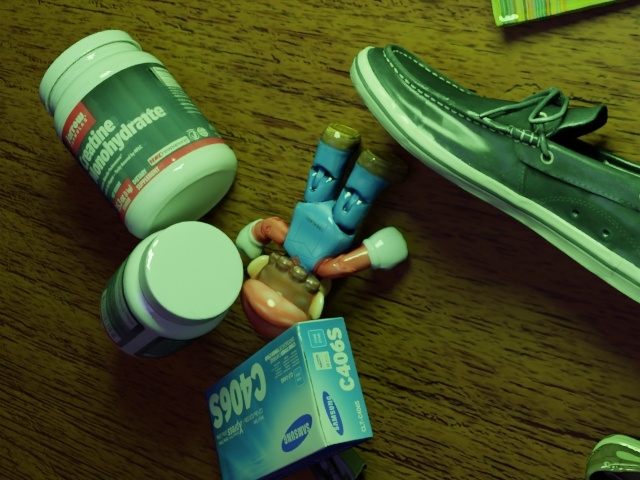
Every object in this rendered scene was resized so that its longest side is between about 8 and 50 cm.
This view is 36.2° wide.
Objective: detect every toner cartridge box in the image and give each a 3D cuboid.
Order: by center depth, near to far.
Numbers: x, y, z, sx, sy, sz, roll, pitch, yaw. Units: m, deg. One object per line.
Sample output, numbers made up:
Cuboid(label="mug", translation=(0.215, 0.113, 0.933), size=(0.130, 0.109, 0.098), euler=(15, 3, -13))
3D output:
Cuboid(label="toner cartridge box", translation=(-0.057, 0.241, 1.378), size=(0.348, 0.075, 0.165), euler=(-42, 59, 54))

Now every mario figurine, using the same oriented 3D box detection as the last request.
Cuboid(label="mario figurine", translation=(0.000, 0.000, 1.375), size=(0.321, 0.170, 0.198), euler=(-61, 32, 18))

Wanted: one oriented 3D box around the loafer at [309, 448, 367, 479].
Cuboid(label="loafer", translation=(0.032, 0.327, 1.444), size=(0.078, 0.080, 0.220), euler=(-19, 94, 24))

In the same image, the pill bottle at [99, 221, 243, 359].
Cuboid(label="pill bottle", translation=(-0.217, 0.074, 1.422), size=(0.161, 0.161, 0.283), euler=(64, 153, 4))

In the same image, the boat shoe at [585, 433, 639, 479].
Cuboid(label="boat shoe", translation=(0.436, 0.315, 1.153), size=(0.257, 0.095, 0.095), euler=(14, 109, 30))

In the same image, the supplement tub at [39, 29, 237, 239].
Cuboid(label="supplement tub", translation=(-0.269, -0.154, 1.444), size=(0.272, 0.191, 0.191), euler=(51, 123, 12))

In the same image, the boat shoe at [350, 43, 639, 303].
Cuboid(label="boat shoe", translation=(0.258, -0.103, 1.122), size=(0.500, 0.186, 0.156), euler=(35, 114, 16))

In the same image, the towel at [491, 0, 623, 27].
Cuboid(label="towel", translation=(0.305, -0.315, 1.112), size=(0.237, 0.021, 0.102), euler=(-7, 104, 29))
